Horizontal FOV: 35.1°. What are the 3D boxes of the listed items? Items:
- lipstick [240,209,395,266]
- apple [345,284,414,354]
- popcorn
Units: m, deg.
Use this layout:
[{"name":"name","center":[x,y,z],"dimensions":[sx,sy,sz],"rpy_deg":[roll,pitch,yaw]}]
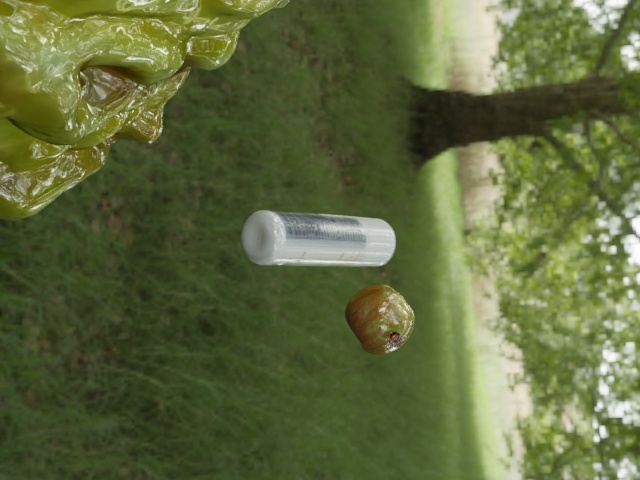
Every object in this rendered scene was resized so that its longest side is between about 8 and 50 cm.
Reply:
[{"name":"lipstick","center":[0.000,0.000,0.745],"dimensions":[0.141,0.040,0.040],"rpy_deg":[3,81,-50]},{"name":"apple","center":[0.069,0.090,1.159],"dimensions":[0.084,0.071,0.084],"rpy_deg":[59,1,-1]},{"name":"popcorn","center":[-0.126,-0.131,0.484],"dimensions":[0.174,0.225,0.286],"rpy_deg":[64,-21,21]}]
